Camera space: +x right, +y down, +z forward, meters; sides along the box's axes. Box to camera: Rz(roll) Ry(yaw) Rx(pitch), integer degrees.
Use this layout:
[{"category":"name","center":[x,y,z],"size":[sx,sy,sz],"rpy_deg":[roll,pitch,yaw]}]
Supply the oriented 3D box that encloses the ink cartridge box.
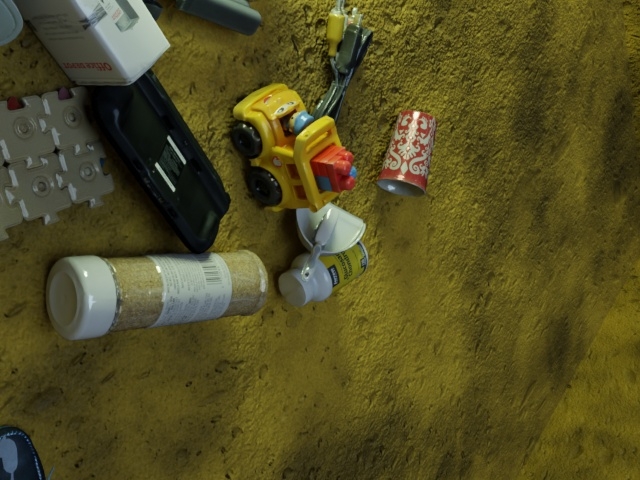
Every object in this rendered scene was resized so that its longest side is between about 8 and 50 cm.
[{"category":"ink cartridge box","center":[-0.323,-0.316,0.925],"size":[0.092,0.158,0.218],"rpy_deg":[-52,133,-27]}]

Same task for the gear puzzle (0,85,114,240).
[{"category":"gear puzzle","center":[-0.425,-0.091,0.920],"size":[0.339,0.044,0.175],"rpy_deg":[-31,113,-51]}]

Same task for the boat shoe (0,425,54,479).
[{"category":"boat shoe","center":[-0.418,0.394,1.012],"size":[0.109,0.089,0.258],"rpy_deg":[-17,99,-37]}]

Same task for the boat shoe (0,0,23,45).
[{"category":"boat shoe","center":[-0.474,-0.335,0.795],"size":[0.114,0.091,0.302],"rpy_deg":[-33,144,15]}]

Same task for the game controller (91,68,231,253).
[{"category":"game controller","center":[-0.241,-0.128,1.104],"size":[0.319,0.067,0.166],"rpy_deg":[60,34,-37]}]

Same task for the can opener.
[{"category":"can opener","center":[-0.218,-0.375,1.113],"size":[0.280,0.074,0.093],"rpy_deg":[-1,134,-47]}]

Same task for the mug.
[{"category":"mug","center":[0.194,-0.194,1.603],"size":[0.113,0.150,0.169],"rpy_deg":[17,80,-13]}]

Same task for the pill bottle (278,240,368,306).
[{"category":"pill bottle","center":[0.005,0.060,1.424],"size":[0.184,0.103,0.103],"rpy_deg":[-32,121,-40]}]

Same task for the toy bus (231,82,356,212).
[{"category":"toy bus","center":[-0.029,-0.160,1.257],"size":[0.149,0.211,0.220],"rpy_deg":[-40,125,-34]}]

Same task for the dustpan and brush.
[{"category":"dustpan and brush","center":[0.000,0.000,1.356],"size":[0.147,0.060,0.211],"rpy_deg":[28,60,-6]}]

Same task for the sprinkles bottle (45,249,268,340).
[{"category":"sprinkles bottle","center":[-0.246,0.079,1.131],"size":[0.355,0.121,0.121],"rpy_deg":[-2,100,-48]}]

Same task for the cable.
[{"category":"cable","center":[0.031,-0.337,1.423],"size":[0.139,0.072,0.287],"rpy_deg":[-6,117,-65]}]
